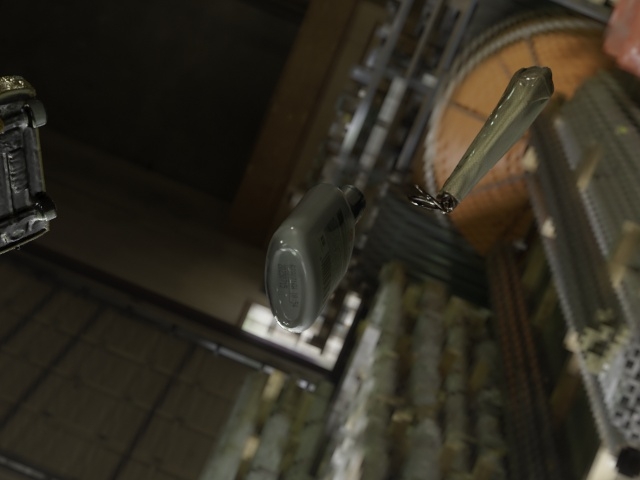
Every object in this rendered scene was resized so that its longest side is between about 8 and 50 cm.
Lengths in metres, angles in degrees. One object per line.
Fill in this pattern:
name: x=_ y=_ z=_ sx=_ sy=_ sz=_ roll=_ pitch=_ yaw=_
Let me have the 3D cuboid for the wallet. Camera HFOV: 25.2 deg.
wallet: x=0.244 y=-0.144 z=2.107 sx=0.275 sy=0.068 sz=0.335 roll=-49 pitch=-4 yaw=4

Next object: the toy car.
toy car: x=-0.390 y=-0.102 z=1.701 sx=0.101 sy=0.124 sz=0.256 roll=-27 pitch=-34 yaw=-26

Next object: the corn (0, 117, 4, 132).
corn: x=-0.351 y=-0.135 z=1.456 sx=0.028 sy=0.027 sz=0.083 roll=-44 pitch=-37 yaw=-3

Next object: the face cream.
face cream: x=0.000 y=0.000 z=1.840 sx=0.291 sy=0.071 sz=0.143 roll=-56 pitch=-34 yaw=-61
